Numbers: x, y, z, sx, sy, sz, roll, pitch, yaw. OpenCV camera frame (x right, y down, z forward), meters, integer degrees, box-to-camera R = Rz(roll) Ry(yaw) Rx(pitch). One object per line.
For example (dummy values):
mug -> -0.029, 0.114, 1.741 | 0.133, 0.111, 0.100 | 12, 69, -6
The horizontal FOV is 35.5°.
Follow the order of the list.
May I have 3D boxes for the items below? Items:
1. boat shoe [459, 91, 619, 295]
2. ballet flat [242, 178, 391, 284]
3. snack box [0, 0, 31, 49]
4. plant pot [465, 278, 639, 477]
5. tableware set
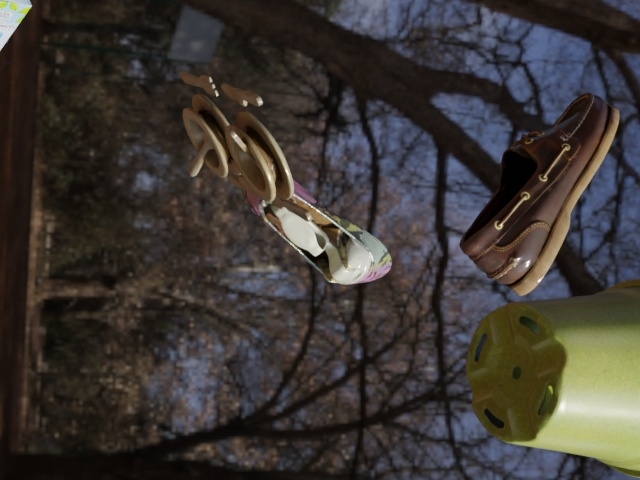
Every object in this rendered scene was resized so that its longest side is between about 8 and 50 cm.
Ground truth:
boat shoe -> 0.185, -0.054, 0.836 | 0.207, 0.073, 0.073 | -58, -175, -29
ballet flat -> 0.000, 0.000, 1.141 | 0.077, 0.221, 0.079 | -42, -150, 17
snack box -> -0.497, -0.327, 1.373 | 0.207, 0.070, 0.175 | -40, -113, 35
plant pot -> 0.345, 0.178, 1.332 | 0.276, 0.253, 0.276 | -17, -111, 55
tableware set -> -0.085, -0.081, 0.907 | 0.194, 0.039, 0.128 | 29, -34, 59
